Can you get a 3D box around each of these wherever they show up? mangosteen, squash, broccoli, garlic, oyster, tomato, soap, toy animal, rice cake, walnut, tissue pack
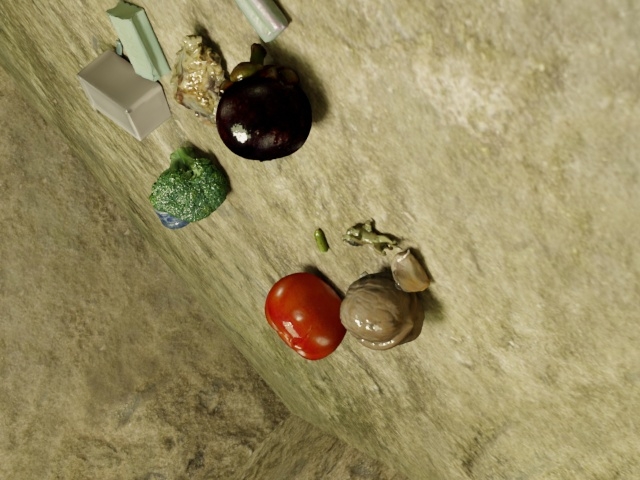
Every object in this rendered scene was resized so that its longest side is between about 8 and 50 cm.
[{"bbox_3d":[-0.124,-0.291,1.300,0.211,0.211,0.250,-1,99,61],"label":"mangosteen"},{"bbox_3d":[0.000,0.000,1.770,0.027,0.027,0.083,26,150,40],"label":"squash"},{"bbox_3d":[-0.428,-0.180,2.013,0.242,0.261,0.269,68,-161,5],"label":"broccoli"},{"bbox_3d":[0.208,0.064,1.472,0.084,0.066,0.152,-10,129,32],"label":"garlic"},{"bbox_3d":[-0.311,-0.381,1.579,0.201,0.107,0.355,31,154,25],"label":"oyster"},{"bbox_3d":[-0.043,0.235,1.988,0.298,0.226,0.298,40,165,13],"label":"tomato"},{"bbox_3d":[-0.497,-0.542,1.685,0.114,0.063,0.198,29,153,34],"label":"soap"},{"bbox_3d":[0.123,-0.006,1.495,0.086,0.069,0.219,35,173,-35],"label":"toy animal"},{"bbox_3d":[-0.148,-0.488,1.181,0.222,0.042,0.080,53,159,-14],"label":"rice cake"},{"bbox_3d":[0.161,0.180,1.575,0.224,0.224,0.224,38,157,20],"label":"walnut"},{"bbox_3d":[-0.615,-0.454,1.930,0.246,0.136,0.159,36,159,17],"label":"tissue pack"}]

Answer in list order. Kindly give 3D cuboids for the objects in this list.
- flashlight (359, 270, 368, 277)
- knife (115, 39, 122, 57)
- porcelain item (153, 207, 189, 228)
[{"bbox_3d":[0.145,0.123,1.730,0.083,0.018,0.018,46,156,0],"label":"flashlight"},{"bbox_3d":[-0.638,-0.578,1.944,0.028,0.015,0.210,42,159,-8],"label":"knife"},{"bbox_3d":[-0.574,-0.126,2.427,0.147,0.147,0.114,30,153,34],"label":"porcelain item"}]
